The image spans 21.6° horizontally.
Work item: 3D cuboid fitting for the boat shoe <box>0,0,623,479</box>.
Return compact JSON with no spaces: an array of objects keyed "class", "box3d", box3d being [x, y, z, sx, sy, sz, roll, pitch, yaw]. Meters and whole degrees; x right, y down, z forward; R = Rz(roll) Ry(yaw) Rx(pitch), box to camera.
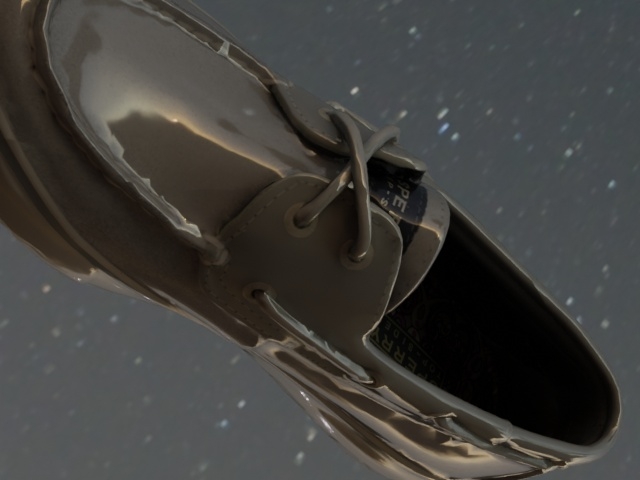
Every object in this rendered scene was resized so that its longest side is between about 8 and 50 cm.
[{"class":"boat shoe","box3d":[0.000,0.000,0.347,0.063,0.066,0.184,-7,-43,42]}]
